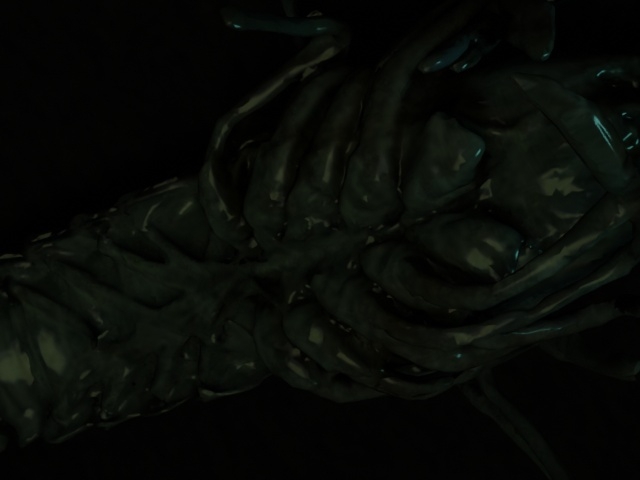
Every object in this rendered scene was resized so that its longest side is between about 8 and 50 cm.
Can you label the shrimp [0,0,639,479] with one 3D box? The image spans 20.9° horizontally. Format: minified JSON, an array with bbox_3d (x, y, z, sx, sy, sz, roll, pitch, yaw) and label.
[{"bbox_3d":[0.004,-0.002,0.615,0.410,0.166,0.221,-19,96,29],"label":"shrimp"}]
